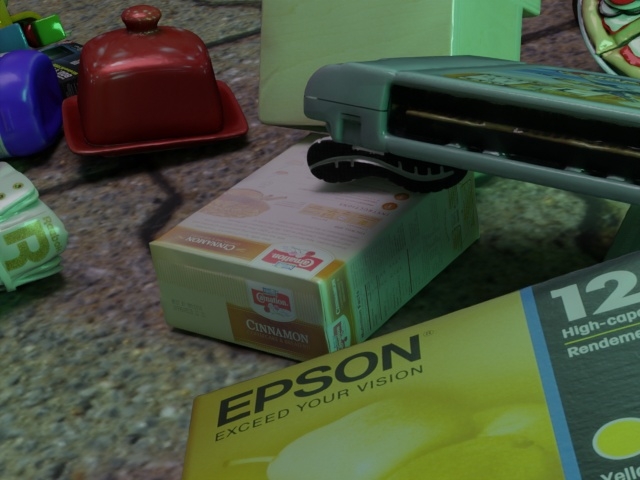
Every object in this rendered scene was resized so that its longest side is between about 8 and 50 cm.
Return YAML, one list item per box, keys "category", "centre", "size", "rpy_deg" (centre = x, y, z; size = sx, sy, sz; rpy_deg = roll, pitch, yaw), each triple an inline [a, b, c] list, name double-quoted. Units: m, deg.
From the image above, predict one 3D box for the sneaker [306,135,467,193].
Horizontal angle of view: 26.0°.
- category: "sneaker"
  centre: [0.048, -0.059, 0.925]
  size: [0.109, 0.040, 0.044]
  rpy_deg: [8, 24, 19]

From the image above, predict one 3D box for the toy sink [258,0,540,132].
- category: "toy sink"
  centre: [0.070, -0.139, 1.092]
  size: [0.153, 0.131, 0.234]
  rpy_deg: [3, 3, 23]

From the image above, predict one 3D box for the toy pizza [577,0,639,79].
- category: "toy pizza"
  centre: [0.314, -0.208, 1.152]
  size: [0.201, 0.032, 0.201]
  rpy_deg: [-7, 68, 16]

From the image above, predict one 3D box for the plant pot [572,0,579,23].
- category: "plant pot"
  centre: [0.359, -0.331, 1.295]
  size: [0.263, 0.229, 0.263]
  rpy_deg: [-8, 26, 4]

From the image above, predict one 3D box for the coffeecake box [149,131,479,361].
- category: "coffeecake box"
  centre: [0.000, 0.000, 0.946]
  size: [0.142, 0.068, 0.185]
  rpy_deg: [12, 34, 35]

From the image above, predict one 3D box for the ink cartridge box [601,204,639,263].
- category: "ink cartridge box"
  centre: [0.271, 0.040, 0.782]
  size: [0.239, 0.060, 0.275]
  rpy_deg: [-9, 24, 31]

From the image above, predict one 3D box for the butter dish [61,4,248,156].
- category: "butter dish"
  centre: [-0.155, -0.151, 1.237]
  size: [0.160, 0.118, 0.160]
  rpy_deg: [-8, 26, -9]

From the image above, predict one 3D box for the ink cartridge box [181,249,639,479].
- category: "ink cartridge box"
  centre: [0.078, 0.090, 0.685]
  size: [0.304, 0.072, 0.307]
  rpy_deg: [-20, 28, 10]

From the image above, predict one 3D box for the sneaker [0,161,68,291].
- category: "sneaker"
  centre: [-0.259, 0.017, 0.966]
  size: [0.169, 0.108, 0.292]
  rpy_deg: [-18, 26, -8]

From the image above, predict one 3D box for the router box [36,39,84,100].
- category: "router box"
  centre: [-0.264, -0.163, 1.400]
  size: [0.092, 0.038, 0.122]
  rpy_deg: [-27, 31, -29]

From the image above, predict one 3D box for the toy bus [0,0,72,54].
- category: "toy bus"
  centre: [-0.371, -0.230, 1.451]
  size: [0.191, 0.104, 0.202]
  rpy_deg: [-20, 12, -3]

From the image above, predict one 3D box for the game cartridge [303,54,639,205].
- category: "game cartridge"
  centre: [0.164, -0.067, 0.822]
  size: [0.297, 0.062, 0.198]
  rpy_deg: [14, 19, 31]

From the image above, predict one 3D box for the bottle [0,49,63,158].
- category: "bottle"
  centre: [-0.386, -0.111, 1.281]
  size: [0.283, 0.092, 0.118]
  rpy_deg: [-8, 21, 5]
